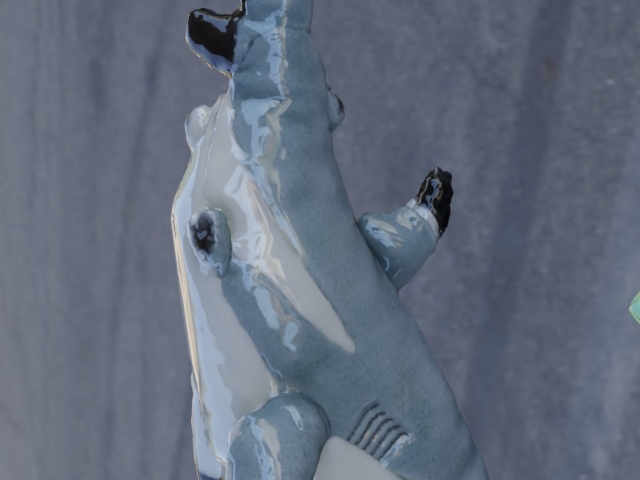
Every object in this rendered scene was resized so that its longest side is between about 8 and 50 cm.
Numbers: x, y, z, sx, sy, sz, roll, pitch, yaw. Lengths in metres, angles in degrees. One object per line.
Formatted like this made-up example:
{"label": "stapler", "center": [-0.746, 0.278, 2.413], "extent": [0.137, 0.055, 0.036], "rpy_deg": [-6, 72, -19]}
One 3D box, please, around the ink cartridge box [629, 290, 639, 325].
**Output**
{"label": "ink cartridge box", "center": [0.246, 0.102, 0.503], "extent": [0.121, 0.211, 0.289], "rpy_deg": [-46, 31, 10]}

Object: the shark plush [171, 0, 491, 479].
{"label": "shark plush", "center": [0.000, 0.000, 0.393], "extent": [0.073, 0.067, 0.161], "rpy_deg": [162, 99, -80]}
